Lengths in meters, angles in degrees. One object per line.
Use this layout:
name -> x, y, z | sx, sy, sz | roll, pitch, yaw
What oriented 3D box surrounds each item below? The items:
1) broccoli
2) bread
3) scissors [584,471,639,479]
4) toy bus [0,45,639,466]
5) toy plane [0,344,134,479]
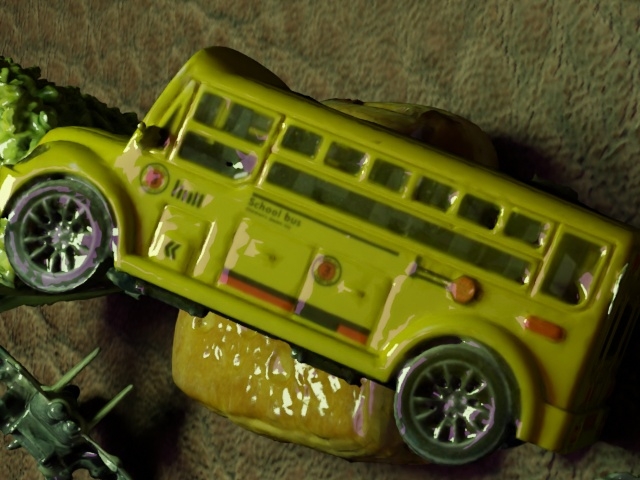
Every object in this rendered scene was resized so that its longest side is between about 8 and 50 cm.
broccoli -> -0.179, -0.047, 1.375 | 0.273, 0.242, 0.180 | -9, 88, 28
bread -> 0.012, 0.021, 1.179 | 0.235, 0.099, 0.210 | 8, 89, 52
scissors -> 0.181, 0.136, 0.945 | 0.204, 0.027, 0.101 | -4, 74, 54
toy bus -> 0.000, 0.000, 1.013 | 0.330, 0.144, 0.152 | 22, 94, 15
toy plane -> -0.201, 0.134, 1.443 | 0.088, 0.192, 0.262 | -45, 5, -20
